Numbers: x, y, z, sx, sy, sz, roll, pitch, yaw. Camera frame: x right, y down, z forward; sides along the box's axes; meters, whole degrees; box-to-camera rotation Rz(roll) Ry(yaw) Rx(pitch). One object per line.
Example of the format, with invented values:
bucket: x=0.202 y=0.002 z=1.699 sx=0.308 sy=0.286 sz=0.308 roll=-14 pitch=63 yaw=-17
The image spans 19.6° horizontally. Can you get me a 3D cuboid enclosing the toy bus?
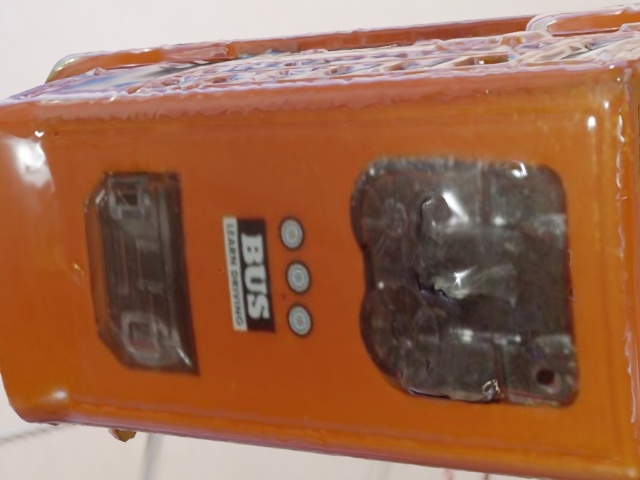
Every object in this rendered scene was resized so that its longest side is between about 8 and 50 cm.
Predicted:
toy bus: x=0.000 y=0.000 z=0.604 sx=0.329 sy=0.153 sz=0.143 roll=2 pitch=101 yaw=42
